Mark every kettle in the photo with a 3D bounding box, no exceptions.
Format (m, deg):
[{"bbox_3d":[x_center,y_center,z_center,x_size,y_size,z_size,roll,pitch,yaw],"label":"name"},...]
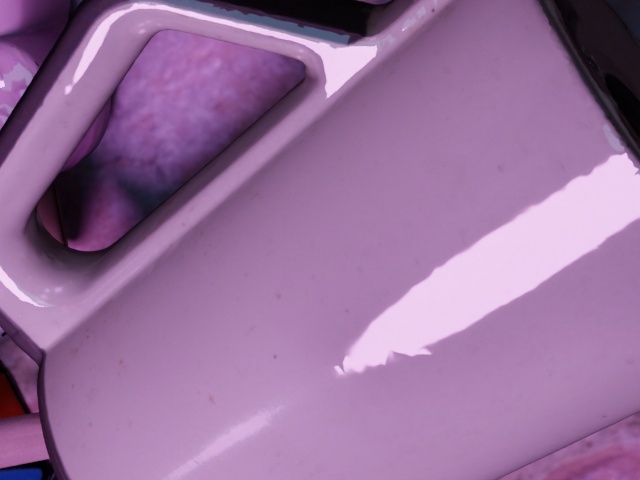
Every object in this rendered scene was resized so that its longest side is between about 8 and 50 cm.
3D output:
[{"bbox_3d":[0.000,0.000,0.619,0.377,0.250,0.361,-36,111,25],"label":"kettle"}]

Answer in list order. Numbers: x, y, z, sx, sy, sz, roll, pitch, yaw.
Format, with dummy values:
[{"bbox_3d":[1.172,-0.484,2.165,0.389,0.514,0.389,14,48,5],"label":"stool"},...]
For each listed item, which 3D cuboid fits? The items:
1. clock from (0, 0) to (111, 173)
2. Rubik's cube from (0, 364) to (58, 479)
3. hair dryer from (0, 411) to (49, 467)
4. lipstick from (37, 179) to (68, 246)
[{"bbox_3d":[-0.294,-0.189,0.713,0.296,0.113,0.322,0,107,15],"label":"clock"},{"bbox_3d":[-0.334,0.200,0.888,0.234,0.284,0.250,-16,139,38],"label":"Rubik's cube"},{"bbox_3d":[-0.211,0.162,0.778,0.220,0.054,0.195,-21,108,-25],"label":"hair dryer"},{"bbox_3d":[-0.302,0.008,0.747,0.254,0.070,0.070,-10,108,-10],"label":"lipstick"}]
